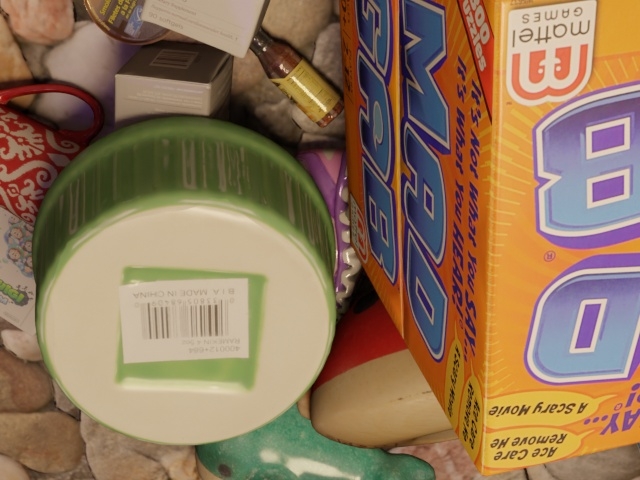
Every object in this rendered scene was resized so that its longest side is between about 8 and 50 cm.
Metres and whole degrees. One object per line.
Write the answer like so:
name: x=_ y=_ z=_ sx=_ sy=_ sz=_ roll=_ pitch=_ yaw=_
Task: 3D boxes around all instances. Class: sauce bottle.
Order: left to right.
sauce bottle: x=-0.030 y=-0.172 z=1.101 sx=0.128 sy=0.042 sz=0.042 roll=44 pitch=114 yaw=-11

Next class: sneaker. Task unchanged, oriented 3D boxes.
sneaker: x=0.000 y=0.000 z=1.159 sx=0.105 sy=0.095 sz=0.236 roll=10 pitch=112 yaw=8

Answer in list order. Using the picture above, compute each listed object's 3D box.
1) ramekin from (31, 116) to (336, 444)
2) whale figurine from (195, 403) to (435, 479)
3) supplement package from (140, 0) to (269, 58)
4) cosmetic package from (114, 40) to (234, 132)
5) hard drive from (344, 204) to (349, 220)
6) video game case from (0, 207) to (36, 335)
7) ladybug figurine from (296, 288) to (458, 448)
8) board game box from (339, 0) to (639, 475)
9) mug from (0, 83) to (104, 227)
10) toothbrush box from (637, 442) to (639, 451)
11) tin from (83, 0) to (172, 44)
ramekin: x=-0.127 y=0.049 z=1.024 sx=0.304 sy=0.148 sz=0.303 roll=-3 pitch=118 yaw=-6
whale figurine: x=-0.009 y=0.225 z=1.202 sx=0.272 sy=0.216 sz=0.141 roll=13 pitch=114 yaw=23
supplement package: x=-0.081 y=-0.277 z=0.980 sx=0.105 sy=0.105 sz=0.179 roll=21 pitch=117 yaw=-3
cosmetic package: x=-0.154 y=-0.076 z=1.119 sx=0.107 sy=0.127 sz=0.237 roll=6 pitch=119 yaw=4
hard drive: x=0.169 y=-0.134 z=1.044 sx=0.203 sy=0.040 sz=0.307 roll=11 pitch=114 yaw=-21
video game case: x=-0.368 y=0.021 z=1.256 sx=0.157 sy=0.019 sz=0.143 roll=34 pitch=116 yaw=-9
ladybug figurine: x=0.193 y=0.107 z=1.094 sx=0.450 sy=0.305 sz=0.161 roll=-9 pitch=75 yaw=1
board game box: x=0.231 y=-0.096 z=0.850 sx=0.356 sy=0.356 sz=0.356 roll=-10 pitch=120 yaw=-11
mug: x=-0.320 y=-0.099 z=1.159 sx=0.169 sy=0.150 sz=0.113 roll=28 pitch=153 yaw=-2
toothbrush box: x=0.509 y=0.224 z=1.173 sx=0.296 sy=0.126 sz=0.216 roll=-19 pitch=112 yaw=17
tin: x=-0.165 y=-0.285 z=1.066 sx=0.106 sy=0.040 sz=0.189 roll=28 pitch=117 yaw=-11
